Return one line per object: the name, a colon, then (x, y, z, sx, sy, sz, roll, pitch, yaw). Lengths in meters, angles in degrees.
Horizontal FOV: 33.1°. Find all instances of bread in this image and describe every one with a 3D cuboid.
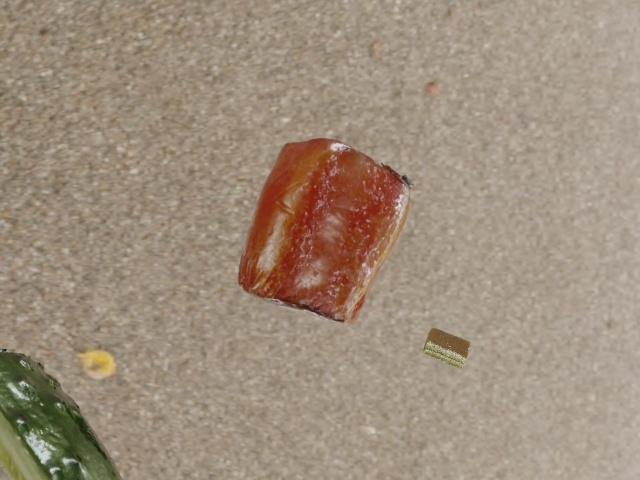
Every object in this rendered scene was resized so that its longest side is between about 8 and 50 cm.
bread: (0.260, 0.221, 2.221, 0.094, 0.090, 0.035, -50, 162, -71)

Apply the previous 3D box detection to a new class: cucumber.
cucumber: (-0.270, 0.256, 1.167, 0.105, 0.325, 0.145, -21, 147, -34)

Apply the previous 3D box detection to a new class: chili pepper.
chili pepper: (0.000, 0.000, 1.887, 0.251, 0.229, 0.305, 30, 76, -31)
